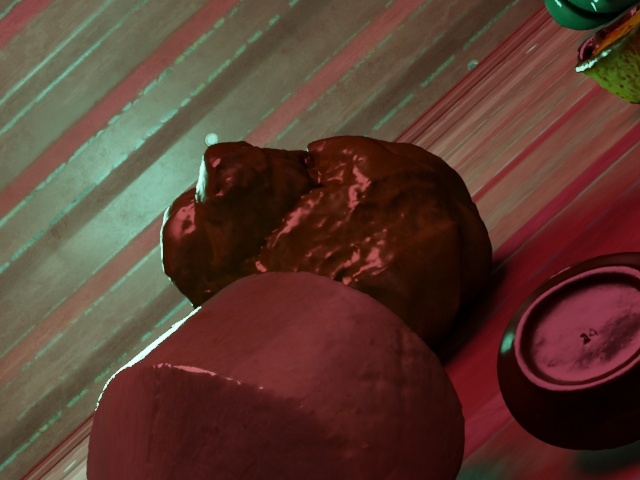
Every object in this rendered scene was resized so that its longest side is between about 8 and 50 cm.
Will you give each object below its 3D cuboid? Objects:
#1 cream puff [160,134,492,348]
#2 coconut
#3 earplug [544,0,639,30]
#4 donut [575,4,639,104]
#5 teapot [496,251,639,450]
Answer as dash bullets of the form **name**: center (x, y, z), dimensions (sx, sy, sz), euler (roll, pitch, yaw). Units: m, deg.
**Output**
- **cream puff**: center (0.005, -0.003, 1.010), dimensions (0.274, 0.270, 0.323), euler (-37, 7, -1)
- **coconut**: center (-0.032, 0.132, 0.605), dimensions (0.202, 0.202, 0.222), euler (-37, 6, 40)
- **earplug**: center (0.451, -0.403, 1.680), dimensions (0.280, 0.163, 0.258), euler (125, 152, -61)
- **donut**: center (0.378, -0.239, 1.034), dimensions (0.259, 0.101, 0.152), euler (-42, 7, -2)
- **teapot**: center (0.155, 0.058, 0.550), dimensions (0.129, 0.078, 0.098), euler (-31, 50, 19)
